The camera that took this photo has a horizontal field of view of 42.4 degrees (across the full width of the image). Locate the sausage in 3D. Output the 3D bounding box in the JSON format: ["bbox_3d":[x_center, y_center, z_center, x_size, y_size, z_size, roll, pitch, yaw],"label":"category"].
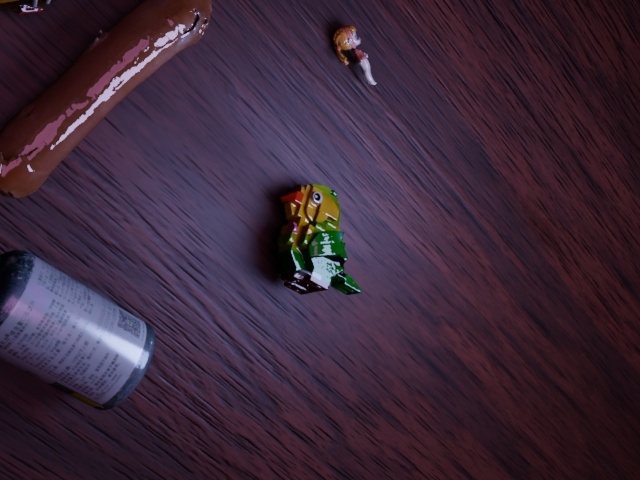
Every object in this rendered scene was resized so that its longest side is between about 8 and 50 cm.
[{"bbox_3d":[-0.302,-0.221,1.146,0.419,0.094,0.094,-47,156,-16],"label":"sausage"}]

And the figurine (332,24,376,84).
[{"bbox_3d":[0.058,-0.302,1.364,0.047,0.064,0.109,-32,103,0],"label":"figurine"}]

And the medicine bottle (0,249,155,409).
[{"bbox_3d":[-0.378,0.108,1.119,0.293,0.141,0.141,38,78,-29],"label":"medicine bottle"}]

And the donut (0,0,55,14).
[{"bbox_3d":[-0.406,-0.426,1.050,0.270,0.103,0.269,-4,98,-28],"label":"donut"}]

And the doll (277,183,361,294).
[{"bbox_3d":[-0.007,0.000,1.340,0.134,0.106,0.186,-3,83,-35],"label":"doll"}]
